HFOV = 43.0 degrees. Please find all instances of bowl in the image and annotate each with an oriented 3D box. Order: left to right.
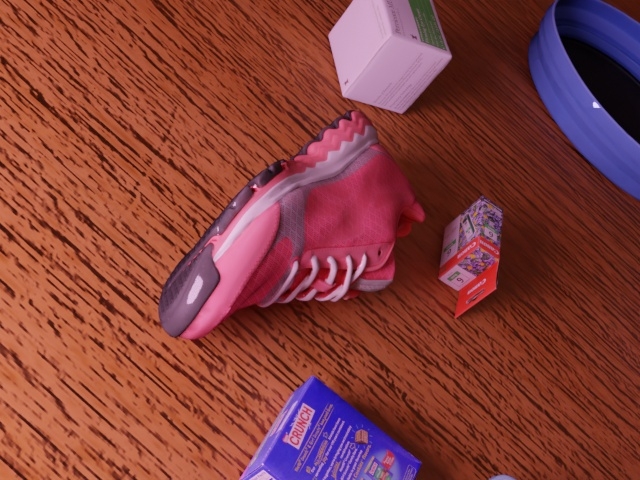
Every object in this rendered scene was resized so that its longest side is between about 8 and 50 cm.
[{"bbox_3d":[0.474,-0.206,1.228,0.391,0.077,0.391,21,46,-24],"label":"bowl"}]

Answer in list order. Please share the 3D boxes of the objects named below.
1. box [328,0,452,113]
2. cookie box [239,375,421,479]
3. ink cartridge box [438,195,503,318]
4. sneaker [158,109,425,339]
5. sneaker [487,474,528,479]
[{"bbox_3d":[0.075,-0.217,0.907,0.087,0.102,0.101,10,52,-30],"label":"box"},{"bbox_3d":[0.009,0.166,0.586,0.107,0.040,0.092,40,42,-4],"label":"cookie box"},{"bbox_3d":[0.147,0.015,0.800,0.029,0.063,0.115,32,43,-14],"label":"ink cartridge box"},{"bbox_3d":[0.001,-0.001,0.662,0.136,0.116,0.314,46,41,0],"label":"sneaker"},{"bbox_3d":[0.136,0.239,0.605,0.262,0.104,0.125,13,32,-35],"label":"sneaker"}]
